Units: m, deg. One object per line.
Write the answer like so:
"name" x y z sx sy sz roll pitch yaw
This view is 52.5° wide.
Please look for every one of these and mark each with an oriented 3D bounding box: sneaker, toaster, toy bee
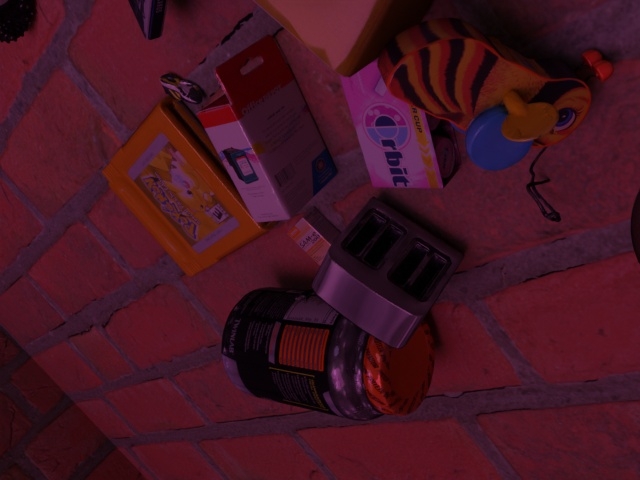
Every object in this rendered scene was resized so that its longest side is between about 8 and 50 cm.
"sneaker" -0.555 -0.453 1.110 0.086 0.085 0.237 49 148 30
"toaster" 0.091 0.048 0.937 0.168 0.185 0.110 34 145 11
"sneaker" -0.225 -0.243 1.062 0.083 0.031 0.035 34 154 17
"toy bee" 0.212 -0.160 0.693 0.162 0.298 0.195 -46 54 25

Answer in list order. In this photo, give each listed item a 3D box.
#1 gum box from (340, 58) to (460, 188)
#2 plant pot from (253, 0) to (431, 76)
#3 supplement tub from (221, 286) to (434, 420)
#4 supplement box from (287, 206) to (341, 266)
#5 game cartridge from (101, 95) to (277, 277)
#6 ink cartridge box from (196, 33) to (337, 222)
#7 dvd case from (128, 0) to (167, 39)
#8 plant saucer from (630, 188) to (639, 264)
"gum box" 0.102 -0.162 0.830 0.107 0.062 0.188 5 128 37
"plant pot" 0.035 -0.324 0.641 0.212 0.212 0.187 41 128 2
"supplement tub" 0.010 0.190 1.118 0.338 0.207 0.207 2 126 39
"supplement box" 0.000 0.000 1.086 0.098 0.036 0.062 44 141 -2
"game cartridge" -0.260 -0.082 1.218 0.285 0.052 0.324 50 140 -9
"ink cartridge box" -0.081 -0.157 0.932 0.078 0.134 0.231 -3 123 42
"dvd case" -0.242 -0.394 0.834 0.179 0.030 0.239 65 158 2
"plant saucer" 0.490 0.014 0.681 0.311 0.050 0.310 22 138 22
